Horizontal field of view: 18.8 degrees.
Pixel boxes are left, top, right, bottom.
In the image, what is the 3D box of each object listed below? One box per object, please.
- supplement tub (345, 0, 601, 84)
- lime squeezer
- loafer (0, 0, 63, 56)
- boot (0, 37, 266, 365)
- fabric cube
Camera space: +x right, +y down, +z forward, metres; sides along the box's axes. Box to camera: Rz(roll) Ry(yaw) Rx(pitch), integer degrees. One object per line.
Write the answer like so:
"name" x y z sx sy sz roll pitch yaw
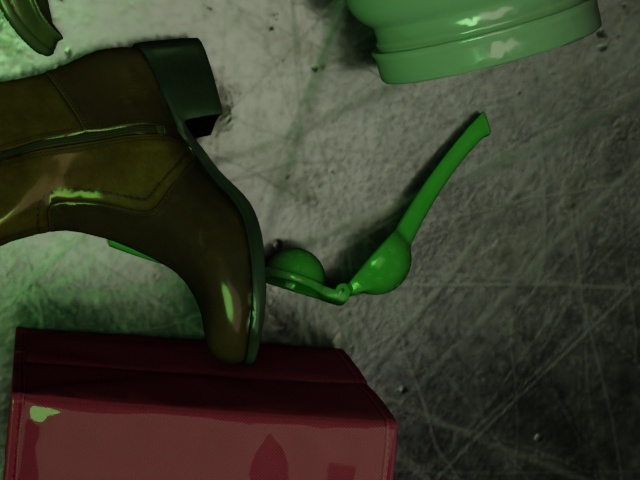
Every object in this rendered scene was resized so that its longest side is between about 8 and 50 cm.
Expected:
"supplement tub" 0.091 -0.265 1.394 0.191 0.191 0.272 -17 100 -8
"lime squeezer" 0.000 0.000 1.484 0.310 0.059 0.110 -18 101 -7
"loafer" -0.223 -0.206 1.415 0.050 0.056 0.148 -26 102 1
"boot" -0.192 -0.009 1.385 0.280 0.096 0.264 -13 81 -14
"fabric cube" -0.103 0.214 1.393 0.258 0.259 0.254 4 98 -9
